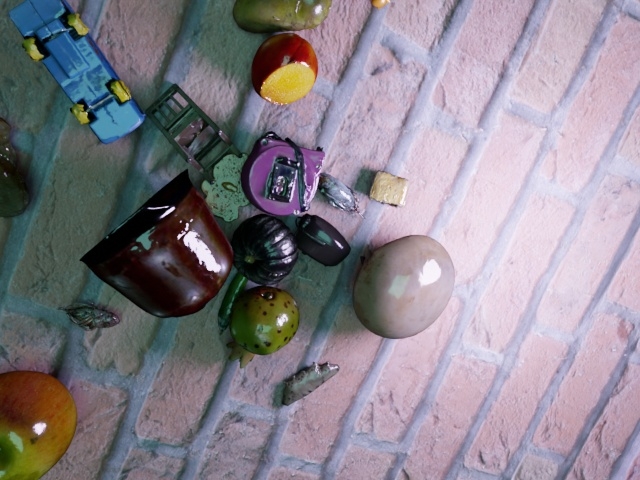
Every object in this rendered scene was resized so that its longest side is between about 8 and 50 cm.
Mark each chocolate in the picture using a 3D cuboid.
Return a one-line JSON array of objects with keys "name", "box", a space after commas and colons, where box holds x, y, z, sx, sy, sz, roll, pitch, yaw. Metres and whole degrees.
[{"name": "chocolate", "box": [-0.413, 0.046, 1.224, 0.383, 0.383, 0.331, -40, 106, 0]}]

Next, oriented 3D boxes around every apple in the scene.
[{"name": "apple", "box": [-0.904, 0.556, 1.271, 0.339, 0.339, 0.340, -2, 101, -9]}]

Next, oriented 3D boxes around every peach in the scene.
[{"name": "peach", "box": [-0.104, -0.487, 1.257, 0.190, 0.190, 0.193, 19, 79, -13]}]

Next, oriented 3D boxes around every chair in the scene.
[{"name": "chair", "box": [-0.372, -0.312, 1.289, 0.136, 0.147, 0.270, -44, 61, -1]}]

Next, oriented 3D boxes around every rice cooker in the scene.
[{"name": "rice cooker", "box": [-0.001, -0.001, 1.397, 0.203, 0.142, 0.118, 34, 106, -11]}]

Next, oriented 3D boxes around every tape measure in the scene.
[{"name": "tape measure", "box": [-0.118, -0.197, 1.321, 0.231, 0.149, 0.246, 8, 96, -24]}]

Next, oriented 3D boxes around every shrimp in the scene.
[{"name": "shrimp", "box": [0.069, -0.136, 1.416, 0.233, 0.079, 0.090, 40, 55, -20]}, {"name": "shrimp", "box": [-0.723, 0.232, 1.358, 0.190, 0.075, 0.073, 18, 130, -3]}]

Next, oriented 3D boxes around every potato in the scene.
[{"name": "potato", "box": [-0.111, -0.667, 1.238, 0.298, 0.176, 0.141, 3, 95, 14]}]

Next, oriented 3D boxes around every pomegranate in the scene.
[{"name": "pomegranate", "box": [-0.189, 0.265, 1.404, 0.230, 0.231, 0.286, 21, 141, -13]}]

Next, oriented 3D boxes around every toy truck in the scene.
[{"name": "toy truck", "box": [-0.637, -0.456, 1.185, 0.161, 0.162, 0.385, -33, 106, -2]}]

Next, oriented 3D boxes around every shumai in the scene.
[{"name": "shumai", "box": [-0.916, -0.207, 1.219, 0.222, 0.204, 0.272, 8, 135, -9]}]

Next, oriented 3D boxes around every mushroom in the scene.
[{"name": "mushroom", "box": [0.254, 0.136, 1.424, 0.362, 0.294, 0.363, -18, 126, -27]}]

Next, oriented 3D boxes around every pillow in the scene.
[{"name": "pillow", "box": [-0.048, 0.489, 1.530, 0.241, 0.051, 0.093, -34, 105, 1]}]

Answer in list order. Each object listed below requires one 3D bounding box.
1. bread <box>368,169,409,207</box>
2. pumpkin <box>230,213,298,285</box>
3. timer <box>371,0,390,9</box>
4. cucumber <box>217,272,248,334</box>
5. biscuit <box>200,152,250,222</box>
[{"name": "bread", "box": [0.225, -0.165, 1.433, 0.125, 0.082, 0.106, 16, 88, -2]}, {"name": "pumpkin", "box": [-0.171, 0.030, 1.341, 0.220, 0.162, 0.221, 15, 121, 27]}, {"name": "timer", "box": [0.151, -0.757, 1.296, 0.132, 0.132, 0.152, -50, 129, 3]}, {"name": "cucumber", "box": [-0.290, 0.198, 1.429, 0.056, 0.056, 0.250, 22, 94, -13]}, {"name": "biscuit", "box": [-0.287, -0.172, 1.366, 0.165, 0.036, 0.226, 16, 96, -16]}]
